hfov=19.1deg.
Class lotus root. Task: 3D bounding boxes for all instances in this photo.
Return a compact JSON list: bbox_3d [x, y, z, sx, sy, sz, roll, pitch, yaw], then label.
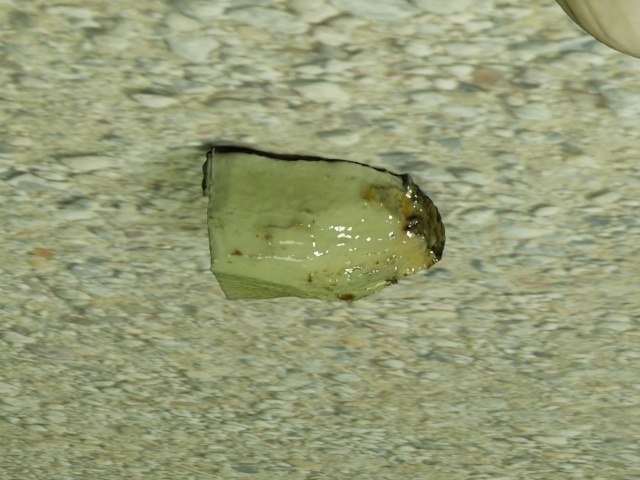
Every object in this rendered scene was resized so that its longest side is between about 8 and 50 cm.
[{"bbox_3d":[-0.001,0.003,1.142,0.144,0.070,0.143,2,160,15],"label":"lotus root"}]

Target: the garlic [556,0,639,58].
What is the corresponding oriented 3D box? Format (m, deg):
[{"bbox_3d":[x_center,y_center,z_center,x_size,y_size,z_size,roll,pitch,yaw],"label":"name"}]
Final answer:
[{"bbox_3d":[0.160,-0.160,0.538,0.219,0.218,0.212,2,119,14],"label":"garlic"}]
